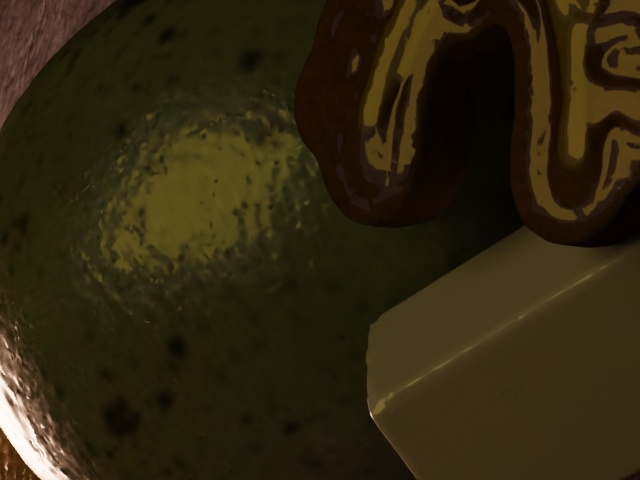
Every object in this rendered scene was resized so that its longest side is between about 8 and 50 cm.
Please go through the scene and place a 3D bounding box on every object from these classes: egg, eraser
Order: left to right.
[{"bbox_3d":[0.000,0.000,0.899,0.379,0.288,0.287,-34,51,35],"label":"egg"},{"bbox_3d":[0.159,-0.004,0.683,0.298,0.078,0.076,-33,18,15],"label":"eraser"}]

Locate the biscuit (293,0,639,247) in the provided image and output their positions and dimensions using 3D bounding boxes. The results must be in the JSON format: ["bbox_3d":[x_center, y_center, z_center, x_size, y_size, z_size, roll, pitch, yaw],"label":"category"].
[{"bbox_3d":[0.074,-0.146,0.675,0.186,0.044,0.295,5,86,40],"label":"biscuit"}]

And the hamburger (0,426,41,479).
[{"bbox_3d":[-0.184,0.109,1.303,0.319,0.158,0.318,-29,55,53],"label":"hamburger"}]
